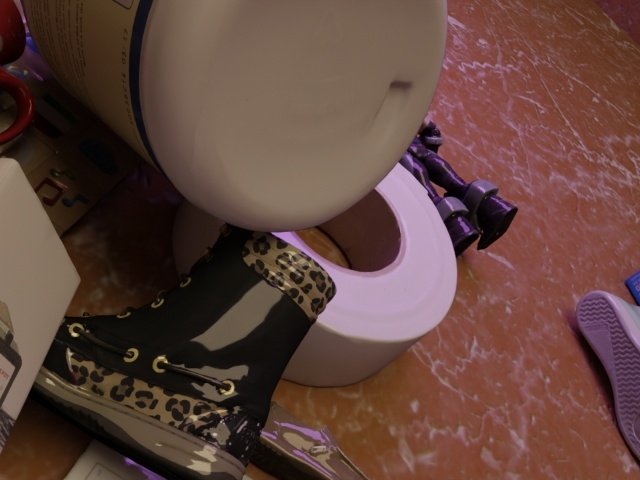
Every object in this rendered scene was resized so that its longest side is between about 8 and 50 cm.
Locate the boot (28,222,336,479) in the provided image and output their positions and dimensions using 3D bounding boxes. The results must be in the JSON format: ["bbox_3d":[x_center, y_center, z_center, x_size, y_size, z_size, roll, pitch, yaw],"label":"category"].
[{"bbox_3d":[-0.122,0.055,0.467,0.236,0.085,0.178,26,61,11],"label":"boot"}]

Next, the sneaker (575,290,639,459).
[{"bbox_3d":[0.447,0.185,0.831,0.151,0.094,0.255,12,49,-31],"label":"sneaker"}]

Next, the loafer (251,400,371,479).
[{"bbox_3d":[0.000,0.183,0.528,0.148,0.056,0.050,36,47,-5],"label":"loafer"}]

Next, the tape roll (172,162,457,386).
[{"bbox_3d":[0.000,0.000,0.656,0.286,0.100,0.286,20,45,-21],"label":"tape roll"}]

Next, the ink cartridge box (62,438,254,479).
[{"bbox_3d":[-0.088,0.310,0.360,0.308,0.091,0.385,35,25,-5],"label":"ink cartridge box"}]

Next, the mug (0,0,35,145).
[{"bbox_3d":[-0.310,-0.130,0.480,0.150,0.113,0.169,32,52,-4],"label":"mug"}]

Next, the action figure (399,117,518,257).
[{"bbox_3d":[0.123,-0.105,0.848,0.185,0.099,0.285,-13,59,-35],"label":"action figure"}]

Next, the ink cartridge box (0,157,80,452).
[{"bbox_3d":[-0.271,0.084,0.309,0.199,0.114,0.272,1,46,6],"label":"ink cartridge box"}]

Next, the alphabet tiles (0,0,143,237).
[{"bbox_3d":[-0.306,-0.133,0.570,0.285,0.011,0.342,40,48,-9],"label":"alphabet tiles"}]

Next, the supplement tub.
[{"bbox_3d":[-0.090,-0.176,0.507,0.236,0.235,0.325,-8,34,-41],"label":"supplement tub"}]

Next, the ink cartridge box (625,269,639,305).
[{"bbox_3d":[0.626,0.120,0.961,0.171,0.168,0.232,7,51,-31],"label":"ink cartridge box"}]
